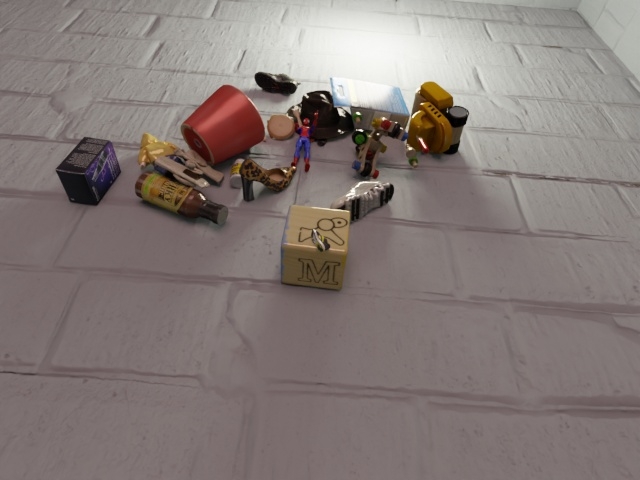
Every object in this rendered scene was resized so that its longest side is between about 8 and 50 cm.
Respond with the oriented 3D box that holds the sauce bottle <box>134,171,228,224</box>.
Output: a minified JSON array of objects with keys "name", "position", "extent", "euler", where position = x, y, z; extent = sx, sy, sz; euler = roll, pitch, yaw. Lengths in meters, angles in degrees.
[{"name":"sauce bottle","position":[-0.490,-0.147,1.600],"extent":[0.345,0.111,0.111],"euler":[20,49,14]}]

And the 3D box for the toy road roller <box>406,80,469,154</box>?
[{"name":"toy road roller","position":[0.462,-0.516,1.958],"extent":[0.241,0.202,0.329],"euler":[-18,53,-15]}]

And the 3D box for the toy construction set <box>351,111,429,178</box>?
[{"name":"toy construction set","position":[0.261,-0.407,1.828],"extent":[0.309,0.257,0.237],"euler":[3,37,-5]}]

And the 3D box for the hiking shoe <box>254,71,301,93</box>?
[{"name":"hiking shoe","position":[-0.216,-0.790,2.246],"extent":[0.227,0.086,0.114],"euler":[19,35,5]}]

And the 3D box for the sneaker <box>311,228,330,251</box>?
[{"name":"sneaker","position":[0.000,0.000,1.305],"extent":[0.035,0.031,0.083],"euler":[-8,52,-30]}]

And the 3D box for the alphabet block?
[{"name":"alphabet block","position":[-0.016,0.022,1.429],"extent":[0.197,0.193,0.192],"euler":[7,49,2]}]

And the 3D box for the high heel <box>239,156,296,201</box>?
[{"name":"high heel","position":[-0.185,-0.269,1.684],"extent":[0.261,0.186,0.093],"euler":[-33,58,-30]}]

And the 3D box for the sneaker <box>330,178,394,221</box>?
[{"name":"sneaker","position":[0.139,-0.156,1.675],"extent":[0.292,0.110,0.118],"euler":[-24,46,-34]}]

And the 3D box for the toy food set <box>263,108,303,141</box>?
[{"name":"toy food set","position":[-0.174,-0.501,1.986],"extent":[0.192,0.038,0.132],"euler":[-15,76,-6]}]

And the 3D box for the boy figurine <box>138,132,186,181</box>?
[{"name":"boy figurine","position":[-0.635,-0.326,1.766],"extent":[0.177,0.092,0.285],"euler":[-33,57,-29]}]

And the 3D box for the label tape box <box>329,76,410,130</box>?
[{"name":"label tape box","position":[0.210,-0.620,2.065],"extent":[0.348,0.115,0.249],"euler":[4,48,-11]}]

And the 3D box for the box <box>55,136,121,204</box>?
[{"name":"box","position":[-0.839,-0.254,1.641],"extent":[0.108,0.153,0.207],"euler":[9,49,2]}]

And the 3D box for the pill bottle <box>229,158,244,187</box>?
[{"name":"pill bottle","position":[-0.316,-0.264,1.753],"extent":[0.065,0.065,0.116],"euler":[1,47,-4]}]

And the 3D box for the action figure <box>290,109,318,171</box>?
[{"name":"action figure","position":[-0.066,-0.431,1.859],"extent":[0.092,0.139,0.280],"euler":[6,53,-2]}]

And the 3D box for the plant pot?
[{"name":"plant pot","position":[-0.400,-0.444,1.795],"extent":[0.275,0.274,0.243],"euler":[35,63,25]}]

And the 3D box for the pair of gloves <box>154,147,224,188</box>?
[{"name":"pair of gloves","position":[-0.472,-0.270,1.660],"extent":[0.204,0.042,0.240],"euler":[35,23,-4]}]

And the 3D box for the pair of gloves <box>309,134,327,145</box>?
[{"name":"pair of gloves","position":[-0.013,-0.441,1.977],"extent":[0.083,0.010,0.074],"euler":[20,46,11]}]

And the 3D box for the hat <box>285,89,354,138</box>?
[{"name":"hat","position":[0.006,-0.600,2.039],"extent":[0.332,0.133,0.331],"euler":[4,44,-4]}]
